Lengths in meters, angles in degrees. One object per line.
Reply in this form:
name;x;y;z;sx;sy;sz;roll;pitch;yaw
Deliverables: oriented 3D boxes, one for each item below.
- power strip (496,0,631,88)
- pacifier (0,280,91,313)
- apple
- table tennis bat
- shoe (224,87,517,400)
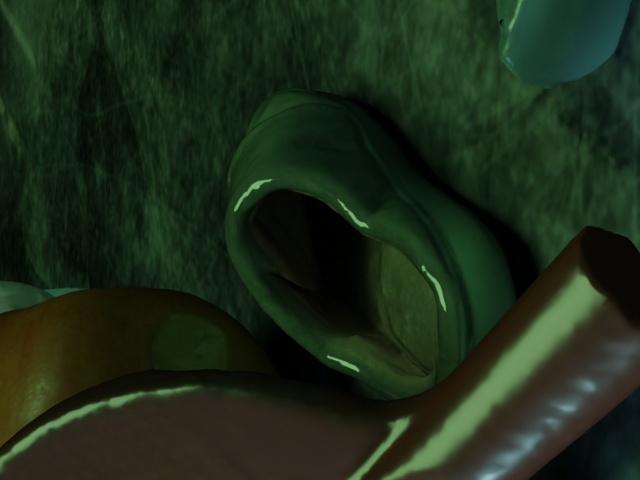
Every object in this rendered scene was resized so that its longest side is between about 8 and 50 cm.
power strip;0.056;-0.173;0.780;0.253;0.054;0.168;-134;50;-57
pacifier;-0.191;0.155;1.212;0.287;0.238;0.226;42;157;57
apple;-0.119;0.137;0.959;0.242;0.242;0.241;130;144;-56
table tennis bat;-0.010;0.148;0.753;0.415;0.268;0.051;-48;1;28
shoe;0.000;0.000;0.856;0.251;0.100;0.103;-140;53;-57
